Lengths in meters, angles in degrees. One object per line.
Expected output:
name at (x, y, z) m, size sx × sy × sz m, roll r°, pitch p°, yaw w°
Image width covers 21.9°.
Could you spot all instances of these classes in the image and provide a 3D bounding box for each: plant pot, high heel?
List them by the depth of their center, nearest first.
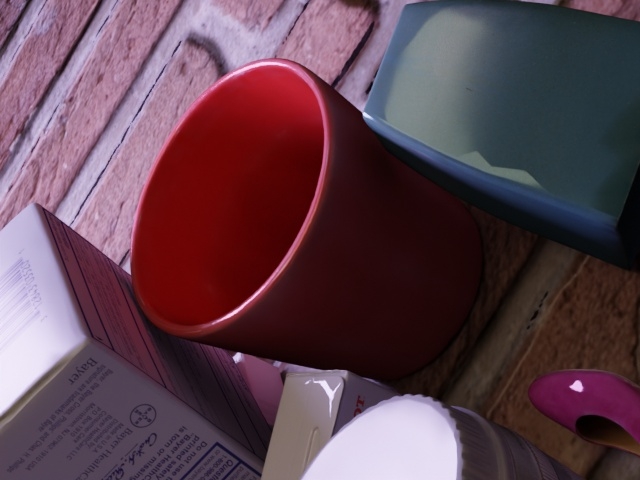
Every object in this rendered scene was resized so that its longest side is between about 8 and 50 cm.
high heel at (0.243, 0.175, 1.266) m, size 0.244 × 0.082 × 0.117 m, roll 14°, pitch 69°, yaw 39°
plant pot at (0.168, -0.103, 1.366) m, size 0.234 × 0.166 × 0.165 m, roll 19°, pitch 82°, yaw 18°
plant pot at (0.000, 0.000, 1.525) m, size 0.275 × 0.243 × 0.275 m, roll -28°, pitch 49°, yaw 38°

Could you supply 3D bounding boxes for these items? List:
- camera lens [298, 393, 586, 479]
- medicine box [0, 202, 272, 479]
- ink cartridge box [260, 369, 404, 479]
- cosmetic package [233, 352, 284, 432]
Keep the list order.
camera lens at (0.126, 0.258, 1.174) m, size 0.219 × 0.274 × 0.219 m, roll -39°, pitch 31°, yaw 29°
medicine box at (-0.182, 0.148, 1.483) m, size 0.149 × 0.289 × 0.263 m, roll -44°, pitch 32°, yaw 6°
ink cartridge box at (0.047, 0.203, 1.389) m, size 0.082 × 0.190 × 0.140 m, roll -5°, pitch 65°, yaw 49°
cosmetic package at (-0.127, 0.228, 1.691) m, size 0.239 × 0.060 × 0.099 m, roll -44°, pitch 41°, yaw 24°
